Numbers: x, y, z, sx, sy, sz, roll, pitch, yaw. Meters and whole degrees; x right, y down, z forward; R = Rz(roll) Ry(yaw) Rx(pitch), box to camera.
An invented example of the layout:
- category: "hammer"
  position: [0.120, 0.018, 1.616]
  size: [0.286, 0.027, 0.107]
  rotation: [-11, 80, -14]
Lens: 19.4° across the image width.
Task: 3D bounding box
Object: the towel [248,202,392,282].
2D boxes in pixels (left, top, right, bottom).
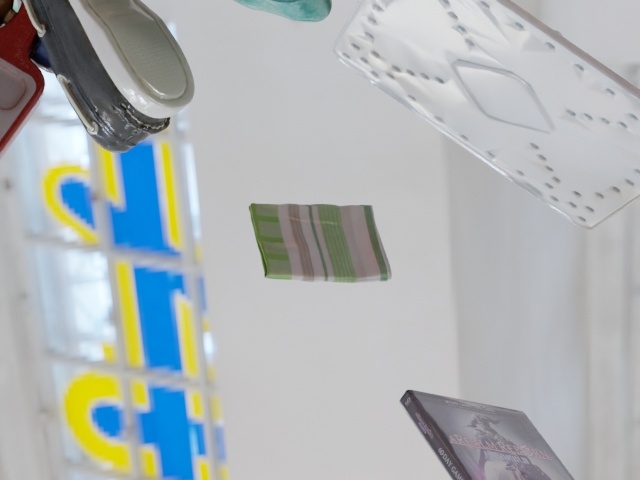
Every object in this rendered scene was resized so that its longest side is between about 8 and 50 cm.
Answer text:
- category: "towel"
  position: [0.000, 0.000, 2.130]
  size: [0.152, 0.023, 0.113]
  rotation: [2, -132, -22]

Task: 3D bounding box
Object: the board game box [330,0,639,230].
- category: "board game box"
  position: [0.217, -0.180, 2.112]
  size: [0.390, 0.390, 0.050]
  rotation: [34, -107, -2]

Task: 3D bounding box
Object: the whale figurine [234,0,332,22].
- category: "whale figurine"
  position: [-0.030, -0.262, 1.639]
  size: [0.216, 0.272, 0.141]
  rotation: [16, -118, -2]

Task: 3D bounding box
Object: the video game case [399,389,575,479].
- category: "video game case"
  position: [0.222, 0.274, 2.066]
  size: [0.196, 0.026, 0.274]
  rotation: [14, -150, -40]

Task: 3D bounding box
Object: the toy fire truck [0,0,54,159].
- category: "toy fire truck"
  position: [-0.362, -0.186, 1.721]
  size: [0.254, 0.169, 0.302]
  rotation: [33, -118, -2]

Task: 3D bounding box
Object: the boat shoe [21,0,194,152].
- category: "boat shoe"
  position: [-0.217, -0.217, 1.606]
  size: [0.114, 0.091, 0.302]
  rotation: [-4, -117, -50]
